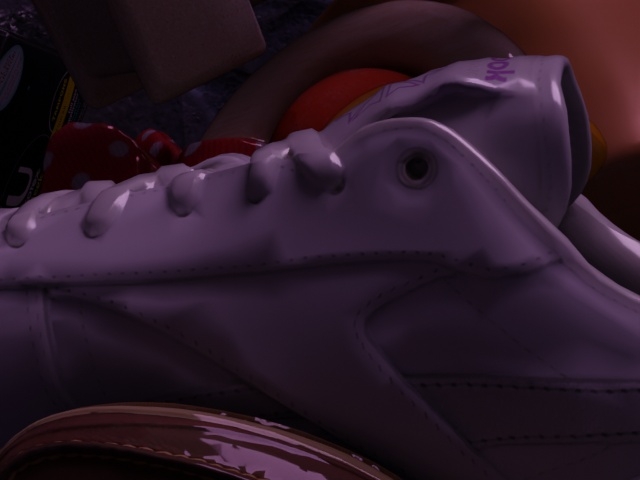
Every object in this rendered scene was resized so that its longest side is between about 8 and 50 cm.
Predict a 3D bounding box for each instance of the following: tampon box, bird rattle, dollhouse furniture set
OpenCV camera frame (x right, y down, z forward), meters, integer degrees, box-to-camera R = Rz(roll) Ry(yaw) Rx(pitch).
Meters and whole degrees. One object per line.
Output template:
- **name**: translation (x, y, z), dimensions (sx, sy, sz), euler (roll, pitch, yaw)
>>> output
- **tampon box**: translation (-0.201, -0.060, 0.861), dimensions (0.101, 0.120, 0.161), euler (22, 3, 7)
- **bird rattle**: translation (0.000, 0.000, 0.636), dimensions (0.143, 0.207, 0.253), euler (43, -1, -37)
- **dollhouse furniture set**: translation (0.001, -0.165, 0.659), dimensions (0.262, 0.259, 0.135), euler (5, -59, 62)

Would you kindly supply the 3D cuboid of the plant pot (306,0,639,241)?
- **plant pot**: translation (0.123, 0.008, 0.780), dimensions (0.291, 0.291, 0.203), euler (21, 19, -18)

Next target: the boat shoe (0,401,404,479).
- **boat shoe**: translation (0.011, 0.082, 0.327), dimensions (0.178, 0.064, 0.060), euler (25, 1, 4)

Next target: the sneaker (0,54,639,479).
- **sneaker**: translation (-0.011, 0.014, 0.414), dimensions (0.305, 0.152, 0.114), euler (15, 13, 7)
